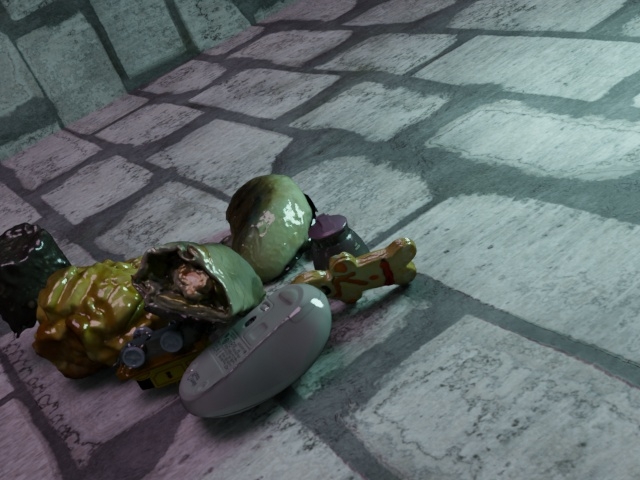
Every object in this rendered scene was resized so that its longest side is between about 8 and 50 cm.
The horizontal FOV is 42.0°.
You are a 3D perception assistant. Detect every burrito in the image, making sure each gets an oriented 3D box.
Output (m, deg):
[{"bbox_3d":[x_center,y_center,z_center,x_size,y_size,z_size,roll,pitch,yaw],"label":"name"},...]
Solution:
[{"bbox_3d":[-0.208,0.069,1.545,0.190,0.135,0.332,4,1,8],"label":"burrito"}]

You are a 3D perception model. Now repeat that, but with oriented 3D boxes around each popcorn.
[{"bbox_3d":[-0.413,0.136,1.667,0.265,0.225,0.332,1,23,47],"label":"popcorn"}]

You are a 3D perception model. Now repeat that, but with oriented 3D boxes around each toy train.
[{"bbox_3d":[-0.272,0.211,1.509,0.219,0.127,0.089,-22,19,12],"label":"toy train"}]

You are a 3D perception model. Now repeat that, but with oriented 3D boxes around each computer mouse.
[{"bbox_3d":[-0.097,0.198,1.407,0.297,0.121,0.184,-44,23,-11],"label":"computer mouse"}]

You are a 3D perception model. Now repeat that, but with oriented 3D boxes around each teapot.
[{"bbox_3d":[0.038,0.014,1.598,0.116,0.146,0.148,-12,29,22],"label":"teapot"}]

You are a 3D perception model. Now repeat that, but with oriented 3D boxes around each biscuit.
[{"bbox_3d":[0.060,0.067,1.496,0.234,0.153,0.030,-14,53,0],"label":"biscuit"}]

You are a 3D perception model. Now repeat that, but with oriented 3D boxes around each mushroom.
[{"bbox_3d":[-0.133,-0.044,1.845,0.248,0.130,0.344,-27,26,11],"label":"mushroom"}]

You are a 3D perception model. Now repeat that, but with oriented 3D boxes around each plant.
[{"bbox_3d":[-0.617,0.110,1.811,0.188,0.276,0.199,-40,40,-22],"label":"plant"}]
